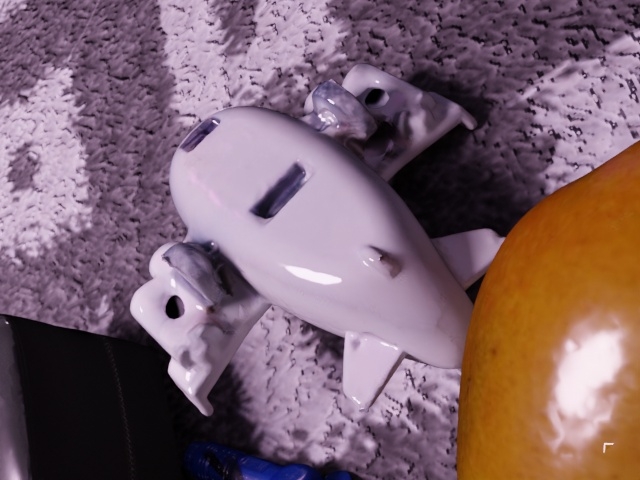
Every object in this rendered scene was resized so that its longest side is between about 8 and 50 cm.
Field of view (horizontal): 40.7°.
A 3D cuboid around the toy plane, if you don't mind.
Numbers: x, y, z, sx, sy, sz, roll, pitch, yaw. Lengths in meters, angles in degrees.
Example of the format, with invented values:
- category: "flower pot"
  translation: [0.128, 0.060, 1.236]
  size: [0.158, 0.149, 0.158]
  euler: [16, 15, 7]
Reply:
- category: "toy plane"
  translation: [0.000, 0.000, 0.518]
  size: [0.245, 0.117, 0.244]
  euler: [-12, 56, 18]

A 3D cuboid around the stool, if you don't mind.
- category: "stool"
  translation: [-0.209, 0.158, 0.580]
  size: [0.232, 0.141, 0.232]
  euler: [-11, 70, 35]

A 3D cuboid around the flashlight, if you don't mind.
- category: "flashlight"
  translation: [-0.039, 0.154, 0.543]
  size: [0.121, 0.057, 0.035]
  euler: [5, 117, 39]

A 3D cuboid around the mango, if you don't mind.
- category: "mango"
  translation: [0.160, 0.106, 0.353]
  size: [0.211, 0.173, 0.317]
  euler: [-2, 87, 32]
